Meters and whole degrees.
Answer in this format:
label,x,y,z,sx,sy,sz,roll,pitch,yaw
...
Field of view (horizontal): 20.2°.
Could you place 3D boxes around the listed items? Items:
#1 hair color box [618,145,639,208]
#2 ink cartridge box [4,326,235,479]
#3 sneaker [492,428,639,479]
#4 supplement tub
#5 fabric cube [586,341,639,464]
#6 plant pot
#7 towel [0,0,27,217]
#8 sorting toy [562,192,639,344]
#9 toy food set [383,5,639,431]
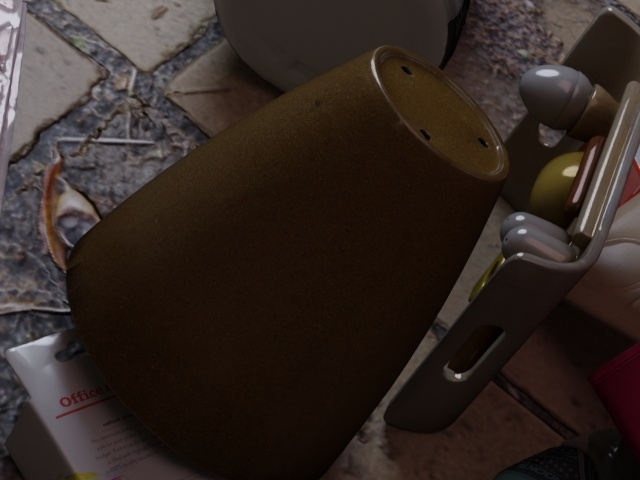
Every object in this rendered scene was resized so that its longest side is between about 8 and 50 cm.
label,x,y,z,sx,sy,sz,roll,pitch,yaw
hair color box,0.312,-0.031,1.576,0.093,0.053,0.167,0,52,-27
ink cartridge box,-0.133,0.146,1.185,0.104,0.061,0.181,-17,64,-39
sneaker,0.203,0.269,1.253,0.122,0.110,0.283,-10,51,-20
supplement tub,0.047,-0.287,1.539,0.207,0.207,0.338,25,46,-7
fabric cube,0.384,0.157,1.243,0.259,0.254,0.258,35,23,-58
plant pot,0.000,0.000,1.198,0.237,0.254,0.237,34,29,-22
towel,-0.380,-0.103,1.268,0.332,0.053,0.317,13,48,-19
sorting toy,0.296,0.020,1.430,0.193,0.038,0.208,-34,35,-22
toy food set,0.144,-0.018,1.359,0.092,0.219,0.306,31,46,-3
